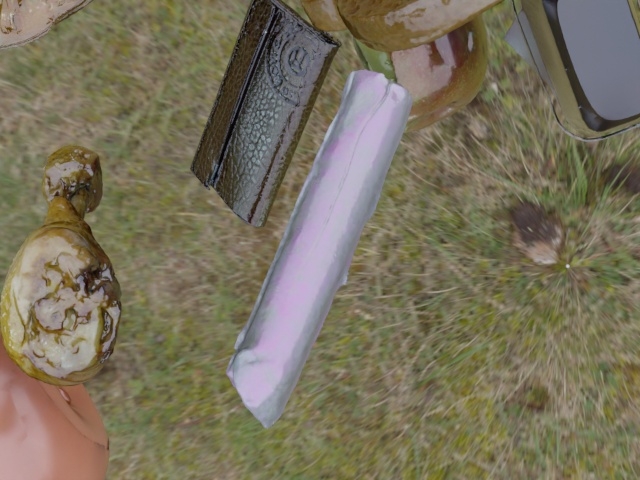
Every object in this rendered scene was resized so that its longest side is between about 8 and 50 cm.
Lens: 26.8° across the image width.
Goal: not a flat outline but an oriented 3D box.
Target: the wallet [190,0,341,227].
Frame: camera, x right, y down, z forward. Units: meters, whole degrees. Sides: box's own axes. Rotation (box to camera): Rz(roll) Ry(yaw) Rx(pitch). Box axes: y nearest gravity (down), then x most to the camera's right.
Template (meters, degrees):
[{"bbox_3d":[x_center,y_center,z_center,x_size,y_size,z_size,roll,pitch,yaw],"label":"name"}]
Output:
[{"bbox_3d":[-0.070,-0.148,1.509,0.133,0.039,0.243,43,123,30],"label":"wallet"}]

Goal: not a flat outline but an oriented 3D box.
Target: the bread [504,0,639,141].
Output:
[{"bbox_3d":[0.273,-0.216,1.426,0.142,0.212,0.224,-21,107,5],"label":"bread"}]

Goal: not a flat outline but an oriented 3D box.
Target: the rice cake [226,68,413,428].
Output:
[{"bbox_3d":[0.000,0.000,0.941,0.049,0.055,0.270,8,70,50],"label":"rice cake"}]

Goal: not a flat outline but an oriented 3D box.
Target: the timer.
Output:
[{"bbox_3d":[-0.321,0.201,1.260,0.215,0.229,0.229,-34,83,1],"label":"timer"}]

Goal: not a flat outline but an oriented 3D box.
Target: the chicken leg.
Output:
[{"bbox_3d":[-0.201,0.010,1.050,0.087,0.251,0.107,11,126,-15],"label":"chicken leg"}]

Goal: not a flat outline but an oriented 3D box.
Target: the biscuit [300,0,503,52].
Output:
[{"bbox_3d":[0.119,-0.299,1.337,0.314,0.367,0.063,-32,119,20],"label":"biscuit"}]

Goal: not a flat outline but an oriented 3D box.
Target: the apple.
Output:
[{"bbox_3d":[0.131,-0.252,1.738,0.174,0.207,0.188,-31,88,16],"label":"apple"}]

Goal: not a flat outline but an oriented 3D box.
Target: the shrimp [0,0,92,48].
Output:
[{"bbox_3d":[-0.314,-0.300,1.538,0.294,0.062,0.154,-11,74,12],"label":"shrimp"}]
